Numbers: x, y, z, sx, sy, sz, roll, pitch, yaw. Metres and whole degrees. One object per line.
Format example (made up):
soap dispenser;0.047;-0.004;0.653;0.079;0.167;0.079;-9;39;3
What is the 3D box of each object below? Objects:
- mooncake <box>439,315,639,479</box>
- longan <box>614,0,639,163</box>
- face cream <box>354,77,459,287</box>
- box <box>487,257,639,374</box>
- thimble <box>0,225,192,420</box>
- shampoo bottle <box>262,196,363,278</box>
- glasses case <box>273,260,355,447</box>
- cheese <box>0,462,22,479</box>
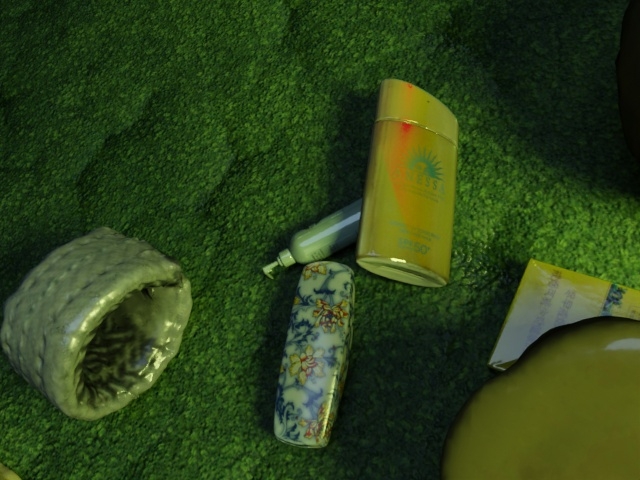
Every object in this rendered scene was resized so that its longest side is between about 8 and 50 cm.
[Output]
mooncake;0.305;0.246;0.537;0.378;0.200;0.379;-2;86;32
longan;0.542;-0.213;0.616;0.435;0.403;0.404;-20;57;41
face cream;0.128;-0.085;0.848;0.139;0.067;0.285;17;66;-19
box;0.353;0.132;0.701;0.278;0.041;0.153;19;73;26
thimble;-0.311;0.110;0.854;0.157;0.217;0.246;25;69;27
shampoo bottle;0.000;0.000;0.884;0.195;0.056;0.056;-28;60;5
glasses case;-0.005;0.148;0.810;0.086;0.065;0.248;2;66;22
cheese;-0.474;0.462;0.813;0.383;0.104;0.384;-8;63;16
